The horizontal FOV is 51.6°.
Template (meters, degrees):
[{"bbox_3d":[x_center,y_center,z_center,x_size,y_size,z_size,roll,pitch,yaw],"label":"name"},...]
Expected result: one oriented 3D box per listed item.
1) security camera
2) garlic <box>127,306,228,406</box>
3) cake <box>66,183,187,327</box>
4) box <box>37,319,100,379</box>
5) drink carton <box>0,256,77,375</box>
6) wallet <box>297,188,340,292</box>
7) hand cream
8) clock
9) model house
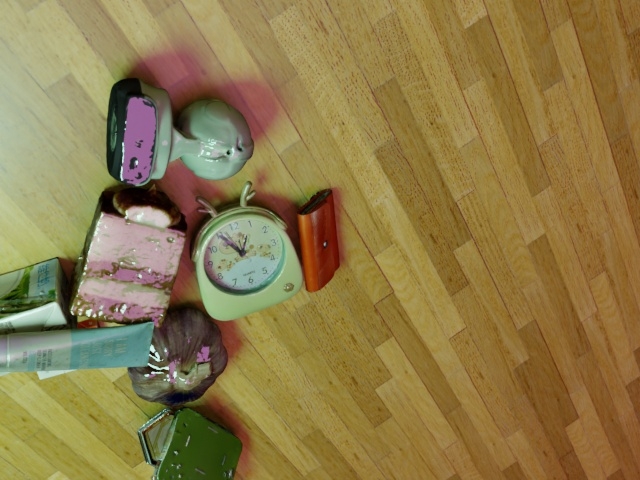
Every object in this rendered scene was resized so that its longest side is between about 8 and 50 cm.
[{"bbox_3d":[-0.263,-0.202,1.284,0.277,0.191,0.197,2,109,-24],"label":"security camera"},{"bbox_3d":[-0.328,0.279,1.512,0.244,0.160,0.245,-8,118,-15],"label":"garlic"},{"bbox_3d":[-0.385,0.009,1.345,0.196,0.199,0.293,14,105,-20],"label":"cake"},{"bbox_3d":[-0.562,0.241,1.478,0.151,0.048,0.100,-15,121,-15],"label":"box"},{"bbox_3d":[-0.663,0.176,1.320,0.324,0.194,0.132,-19,122,-11],"label":"drink carton"},{"bbox_3d":[0.000,0.000,1.522,0.142,0.045,0.205,-44,136,-49],"label":"wallet"},{"bbox_3d":[-0.476,0.211,1.257,0.312,0.070,0.111,0,118,-25],"label":"hand cream"},{"bbox_3d":[-0.176,0.017,1.475,0.234,0.096,0.308,-18,120,-10],"label":"clock"},{"bbox_3d":[-0.343,0.532,1.607,0.153,0.207,0.294,0,148,28],"label":"model house"}]
